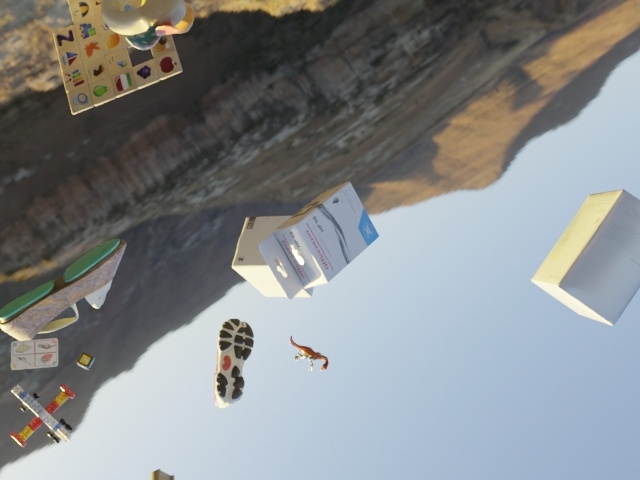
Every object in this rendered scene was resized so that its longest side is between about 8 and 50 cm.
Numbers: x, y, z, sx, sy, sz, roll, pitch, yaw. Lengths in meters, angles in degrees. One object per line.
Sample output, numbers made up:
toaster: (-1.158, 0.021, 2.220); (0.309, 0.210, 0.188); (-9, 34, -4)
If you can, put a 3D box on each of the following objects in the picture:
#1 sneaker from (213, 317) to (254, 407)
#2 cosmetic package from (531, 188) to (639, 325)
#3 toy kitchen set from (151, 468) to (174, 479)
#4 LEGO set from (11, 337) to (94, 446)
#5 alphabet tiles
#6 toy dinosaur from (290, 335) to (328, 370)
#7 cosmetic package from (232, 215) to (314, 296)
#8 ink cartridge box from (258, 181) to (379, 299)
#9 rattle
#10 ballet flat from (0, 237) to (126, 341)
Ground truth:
sneaker: (-0.169, 0.220, 1.540); (0.071, 0.068, 0.170); (-45, -151, 53)
cosmetic package: (0.551, 0.030, 1.678); (0.225, 0.138, 0.224); (-57, 179, 1)
toy kitchen set: (-0.200, 0.376, 1.245); (0.075, 0.068, 0.083); (-29, -137, 22)
LEGO set: (-0.492, 0.244, 1.384); (0.244, 0.183, 0.060); (-3, 159, -10)
alphabet tiles: (-0.349, -0.347, 1.418); (0.198, 0.237, 0.009); (-20, 163, 7)
toy dinosaur: (-0.021, 0.253, 1.850); (0.082, 0.090, 0.047); (3, -124, 44)
cosmetic package: (-0.109, 0.044, 2.238); (0.151, 0.184, 0.151); (-1, -118, 29)
ink cartridge box: (0.000, 0.000, 1.301); (0.060, 0.104, 0.180); (-16, -162, 47)
rattle: (-0.204, -0.274, 1.119); (0.130, 0.200, 0.143); (-26, 140, -14)
ballet flat: (-0.524, 0.112, 1.801); (0.316, 0.106, 0.107); (-31, -154, 2)
